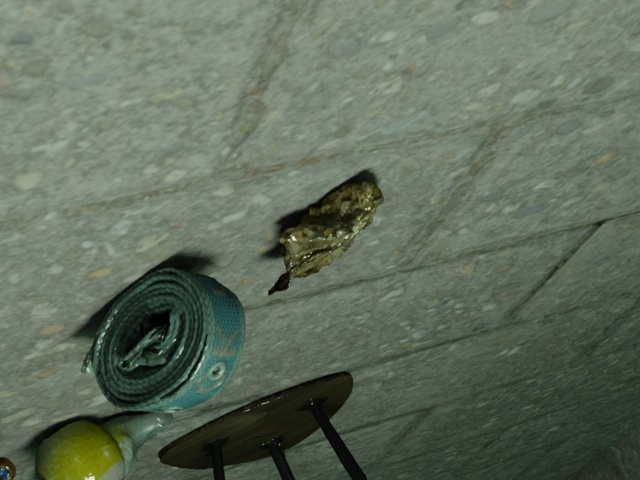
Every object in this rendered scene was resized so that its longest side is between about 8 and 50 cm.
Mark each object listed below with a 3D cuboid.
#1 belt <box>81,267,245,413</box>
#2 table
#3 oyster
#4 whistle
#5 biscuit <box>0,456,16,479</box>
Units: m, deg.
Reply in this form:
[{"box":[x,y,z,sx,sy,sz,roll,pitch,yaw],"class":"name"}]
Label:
[{"box":[-0.159,0.106,1.335,0.082,0.147,0.163,12,110,-51],"class":"belt"},{"box":[-0.038,0.394,1.972,0.317,0.249,0.317,-20,158,-9],"class":"table"},{"box":[0.006,-0.005,1.360,0.105,0.056,0.177,-21,162,-40],"class":"oyster"},{"box":[-0.272,0.279,1.666,0.223,0.123,0.123,-24,164,-42],"class":"whistle"},{"box":[-0.444,0.305,1.549,0.175,0.124,0.026,-39,-166,17],"class":"biscuit"}]
